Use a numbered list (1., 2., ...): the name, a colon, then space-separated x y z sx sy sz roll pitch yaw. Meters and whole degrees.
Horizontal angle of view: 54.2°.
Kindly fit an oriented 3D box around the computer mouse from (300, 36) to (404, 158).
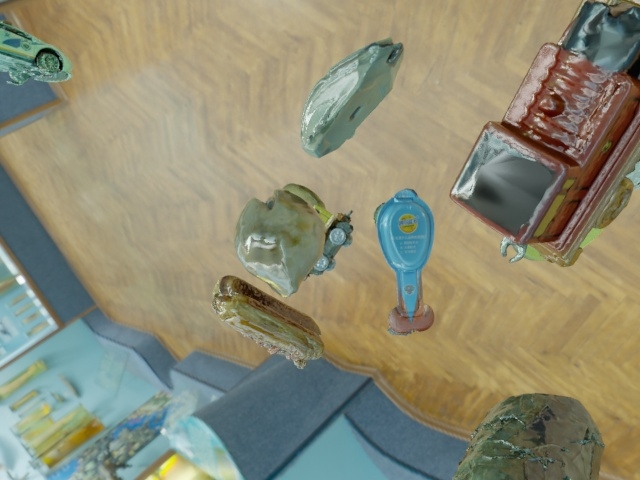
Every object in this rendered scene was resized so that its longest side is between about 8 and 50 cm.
1. computer mouse: 0.071 -0.429 1.837 0.429 0.228 0.145 -48 70 27

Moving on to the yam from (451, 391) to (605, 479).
1. yam: 0.294 0.346 0.891 0.202 0.271 0.201 -32 87 40

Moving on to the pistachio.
1. pistachio: -0.076 0.005 1.166 0.288 0.166 0.197 179 76 -82

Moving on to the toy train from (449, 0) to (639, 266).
1. toy train: 0.299 -0.124 0.758 0.163 0.232 0.369 40 119 31

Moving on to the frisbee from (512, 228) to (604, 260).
1. frisbee: 0.507 -0.041 1.300 0.017 0.236 0.236 -109 9 -47

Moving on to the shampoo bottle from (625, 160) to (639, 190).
1. shampoo bottle: 0.566 -0.219 1.116 0.071 0.284 0.153 36 130 -22

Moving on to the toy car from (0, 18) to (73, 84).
1. toy car: -0.385 -0.229 0.737 0.093 0.186 0.058 -2 85 39

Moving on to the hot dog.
1. hot dog: -0.138 0.217 1.616 0.349 0.117 0.158 32 -161 -33

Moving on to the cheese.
1. cheese: 0.151 0.037 1.085 0.037 0.106 0.256 179 89 -79

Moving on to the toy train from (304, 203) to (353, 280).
1. toy train: 0.000 0.000 1.593 0.127 0.219 0.089 37 -174 18

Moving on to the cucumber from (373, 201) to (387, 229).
1. cucumber: 0.223 -0.026 1.923 0.096 0.096 0.359 43 177 17

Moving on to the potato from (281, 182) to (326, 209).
1. potato: -0.051 -0.093 1.744 0.170 0.107 0.080 36 170 24
